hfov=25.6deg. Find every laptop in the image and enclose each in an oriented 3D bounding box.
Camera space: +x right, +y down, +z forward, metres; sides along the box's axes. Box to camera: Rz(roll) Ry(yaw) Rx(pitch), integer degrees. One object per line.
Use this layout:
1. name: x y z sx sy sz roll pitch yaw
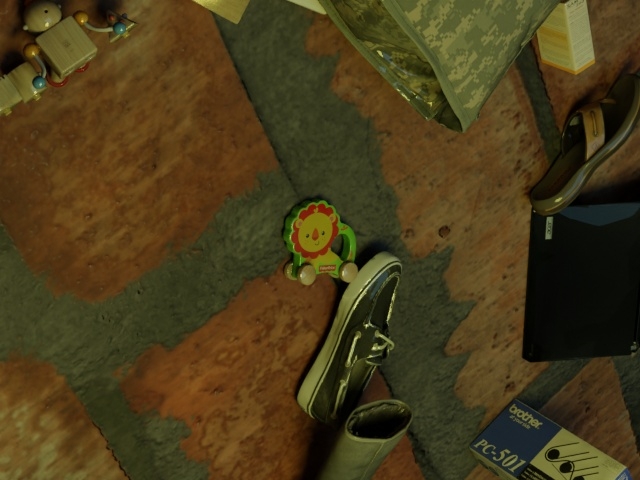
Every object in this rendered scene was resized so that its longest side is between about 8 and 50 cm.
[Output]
1. laptop: 0.394 0.026 1.944 0.264 0.136 0.234 -39 136 -52

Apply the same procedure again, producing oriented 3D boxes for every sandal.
1. sandal: 0.333 -0.130 1.789 0.060 0.090 0.219 41 89 -21

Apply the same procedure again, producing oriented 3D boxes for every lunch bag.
1. lunch bag: 0.140 -0.278 1.486 0.235 0.169 0.287 -53 138 -8

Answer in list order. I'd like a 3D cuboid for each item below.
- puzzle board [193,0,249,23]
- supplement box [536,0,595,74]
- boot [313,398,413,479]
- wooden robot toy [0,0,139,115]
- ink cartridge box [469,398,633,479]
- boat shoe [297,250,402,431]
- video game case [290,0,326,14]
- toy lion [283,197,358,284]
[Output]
1. puzzle board: -0.113 -0.282 1.375 0.128 0.011 0.096 24 97 -30
2. supplement box: 0.291 -0.256 1.695 0.036 0.062 0.098 -33 128 -22
3. boot: 0.007 0.286 1.656 0.189 0.076 0.208 -29 161 -40
4. wooden robot toy: -0.255 -0.184 1.303 0.173 0.076 0.079 -37 94 -19
5. ink cartridge box: 0.304 0.298 1.865 0.097 0.207 0.046 -43 131 -15
6. boat shoe: 0.052 0.121 1.663 0.077 0.070 0.219 10 108 -56
7. video game case: -0.020 -0.325 1.440 0.143 0.019 0.157 14 101 -42
8. toy lion: 0.000 0.000 1.605 0.100 0.034 0.096 -1 103 -39
